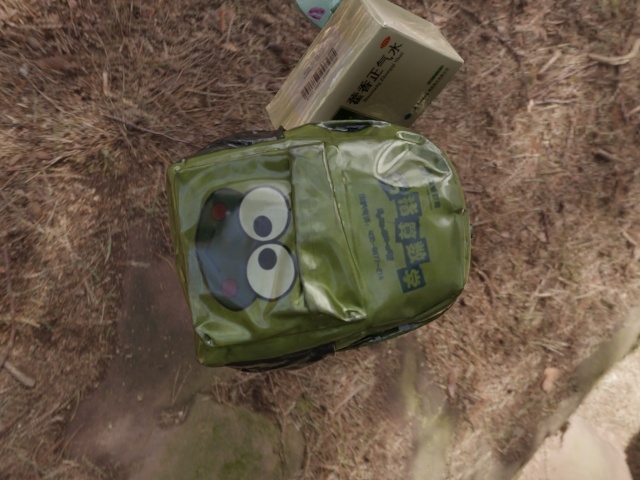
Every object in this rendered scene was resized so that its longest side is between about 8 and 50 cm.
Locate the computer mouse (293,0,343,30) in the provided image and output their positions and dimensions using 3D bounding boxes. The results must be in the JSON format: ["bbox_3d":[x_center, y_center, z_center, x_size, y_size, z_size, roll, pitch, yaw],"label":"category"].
[{"bbox_3d":[0.060,-0.466,1.149,0.159,0.097,0.289,32,63,-26],"label":"computer mouse"}]

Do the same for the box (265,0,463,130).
[{"bbox_3d":[0.056,-0.209,0.939,0.168,0.095,0.212,9,133,-41],"label":"box"}]

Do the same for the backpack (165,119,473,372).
[{"bbox_3d":[0.000,0.000,0.599,0.253,0.140,0.207,-11,87,7],"label":"backpack"}]
